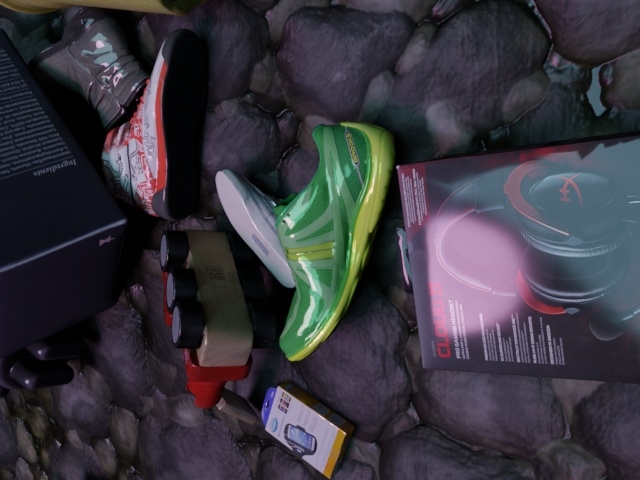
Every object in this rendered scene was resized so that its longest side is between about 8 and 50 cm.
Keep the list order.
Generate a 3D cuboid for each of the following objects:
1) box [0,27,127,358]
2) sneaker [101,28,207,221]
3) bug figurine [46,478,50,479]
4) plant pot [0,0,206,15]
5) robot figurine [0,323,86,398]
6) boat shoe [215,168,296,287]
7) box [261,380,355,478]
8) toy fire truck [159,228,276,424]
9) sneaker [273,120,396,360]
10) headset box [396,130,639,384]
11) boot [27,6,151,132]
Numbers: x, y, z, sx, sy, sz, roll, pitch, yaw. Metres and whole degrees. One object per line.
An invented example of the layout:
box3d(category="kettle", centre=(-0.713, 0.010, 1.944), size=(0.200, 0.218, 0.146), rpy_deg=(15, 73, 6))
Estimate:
box3d(category="box", centre=(-0.498, -0.068, 0.991), size=(0.395, 0.212, 0.293), rpy_deg=(53, 145, 15))
box3d(category="sneaker", centre=(-0.247, -0.170, 0.921), size=(0.145, 0.090, 0.269), rpy_deg=(18, 112, 28))
box3d(category="bug figurine", centre=(-0.475, 0.566, 1.246), size=(0.216, 0.072, 0.278), rpy_deg=(-1, 104, 41))
box3d(category="plant pot", centre=(-0.265, -0.399, 0.803), size=(0.254, 0.276, 0.275), rpy_deg=(20, 111, 17))
box3d(category="robot figurine", centre=(-0.551, 0.155, 1.146), size=(0.278, 0.209, 0.173), rpy_deg=(30, 151, 26))
box3d(category="boat shoe", centre=(-0.066, -0.025, 0.843), size=(0.184, 0.063, 0.066), rpy_deg=(49, 146, 15))
box3d(category="box", centre=(-0.023, 0.257, 0.893), size=(0.136, 0.028, 0.081), rpy_deg=(30, 115, 29))
box3d(category="toy fire truck", centre=(-0.144, 0.135, 0.879), size=(0.217, 0.159, 0.246), rpy_deg=(-116, 37, -48))
box3d(category="sneaker", centre=(0.000, 0.000, 0.763), size=(0.124, 0.109, 0.295), rpy_deg=(19, 103, 7))
box3d(category="headset box", centre=(0.212, 0.015, 0.626), size=(0.293, 0.110, 0.217), rpy_deg=(-3, 99, 35))
box3d(category="boot", centre=(-0.362, -0.234, 0.998), size=(0.247, 0.083, 0.161), rpy_deg=(-28, 89, 37))
